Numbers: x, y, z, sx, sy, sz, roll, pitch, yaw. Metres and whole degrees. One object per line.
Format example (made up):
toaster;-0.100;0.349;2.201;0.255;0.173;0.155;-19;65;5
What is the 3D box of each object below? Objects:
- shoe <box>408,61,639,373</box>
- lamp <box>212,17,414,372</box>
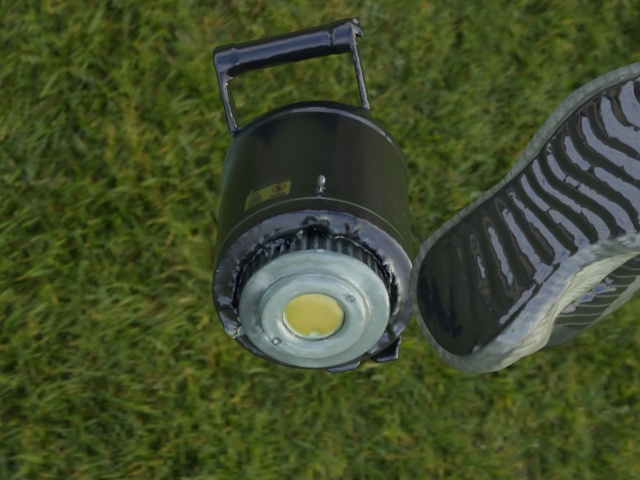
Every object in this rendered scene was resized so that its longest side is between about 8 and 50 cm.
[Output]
shoe;0.154;-0.010;0.766;0.112;0.227;0.099;12;43;-57
lamp;-0.008;-0.012;1.431;0.205;0.272;0.374;-11;107;7
